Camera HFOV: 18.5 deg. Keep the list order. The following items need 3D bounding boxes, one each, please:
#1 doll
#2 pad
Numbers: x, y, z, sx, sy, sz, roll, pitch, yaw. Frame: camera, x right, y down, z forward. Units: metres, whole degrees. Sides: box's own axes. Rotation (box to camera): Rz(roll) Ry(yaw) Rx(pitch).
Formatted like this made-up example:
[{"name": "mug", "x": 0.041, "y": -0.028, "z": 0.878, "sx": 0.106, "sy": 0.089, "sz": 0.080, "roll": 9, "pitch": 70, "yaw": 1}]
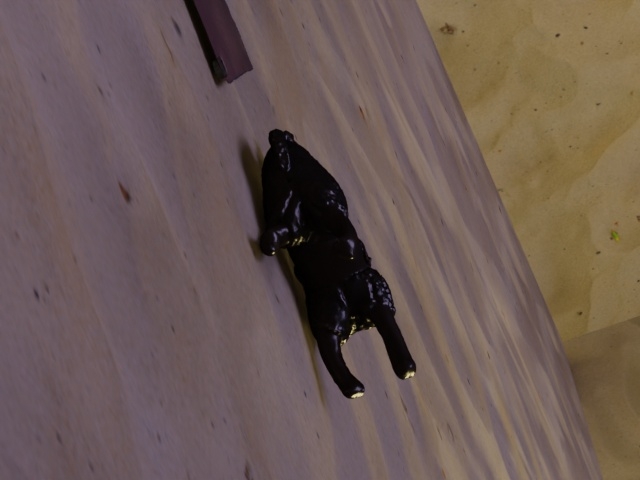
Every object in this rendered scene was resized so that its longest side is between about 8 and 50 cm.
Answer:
[{"name": "doll", "x": 0.000, "y": 0.000, "z": 1.205, "sx": 0.165, "sy": 0.057, "sz": 0.139, "roll": -104, "pitch": 168, "yaw": -59}, {"name": "pad", "x": -0.087, "y": -0.189, "z": 1.230, "sx": 0.113, "sy": 0.006, "sz": 0.188, "roll": -55, "pitch": 124, "yaw": -78}]
